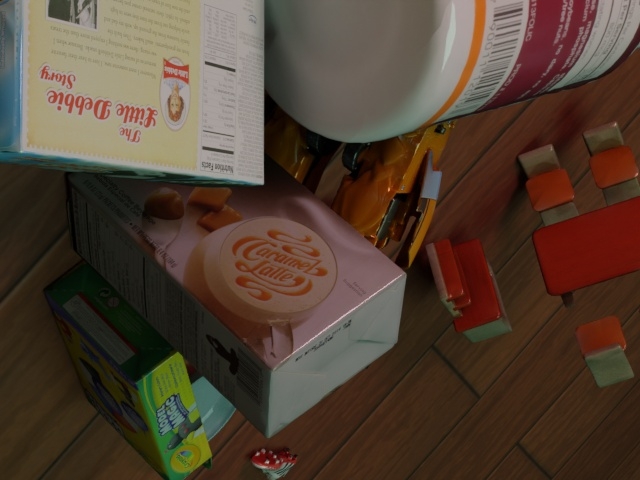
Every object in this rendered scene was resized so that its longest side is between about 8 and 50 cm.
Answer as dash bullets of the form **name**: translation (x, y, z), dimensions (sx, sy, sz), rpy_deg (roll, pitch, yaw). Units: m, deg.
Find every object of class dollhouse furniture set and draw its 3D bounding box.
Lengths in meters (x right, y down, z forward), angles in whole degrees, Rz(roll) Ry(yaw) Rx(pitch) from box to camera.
- **dollhouse furniture set**: translation (0.259, 0.021, 1.879), dimensions (0.259, 0.262, 0.135), rpy_deg (-19, 152, 10)

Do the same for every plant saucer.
- **plant saucer**: translation (-0.126, 0.166, 1.718), dimensions (0.119, 0.021, 0.119), rpy_deg (-36, 150, -25)

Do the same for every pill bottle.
- **pill bottle**: translation (0.137, -0.220, 1.395), dimensions (0.392, 0.224, 0.224), rpy_deg (-18, 140, -46)

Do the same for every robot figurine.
- **robot figurine**: translation (0.000, -0.009, 1.495), dimensions (0.085, 0.211, 0.291), rpy_deg (-3, 121, -59)

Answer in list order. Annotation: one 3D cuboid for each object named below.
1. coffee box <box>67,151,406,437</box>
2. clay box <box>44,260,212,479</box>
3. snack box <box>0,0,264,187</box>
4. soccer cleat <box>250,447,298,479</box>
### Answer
- **coffee box**: translation (-0.069, 0.016, 1.363), dimensions (0.141, 0.246, 0.098), rpy_deg (-34, 150, -26)
- **clay box**: translation (-0.162, 0.125, 1.498), dimensions (0.053, 0.127, 0.222), rpy_deg (-38, 150, -20)
- **snack box**: translation (-0.130, -0.136, 1.143), dimensions (0.322, 0.060, 0.187), rpy_deg (5, 85, -66)
- **soccer cleat**: translation (-0.055, 0.252, 1.926), dimensions (0.035, 0.029, 0.083), rpy_deg (-61, 156, 13)
